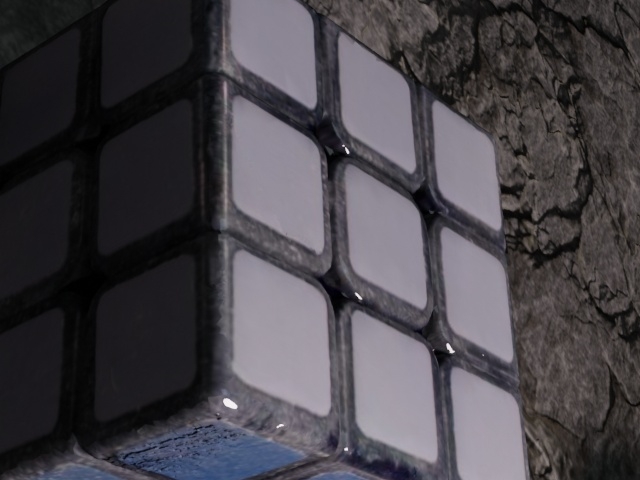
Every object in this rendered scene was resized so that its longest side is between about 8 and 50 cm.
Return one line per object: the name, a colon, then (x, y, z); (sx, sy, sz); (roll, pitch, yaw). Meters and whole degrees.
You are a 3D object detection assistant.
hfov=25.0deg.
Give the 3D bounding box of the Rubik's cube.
Rubik's cube: (-0.074, 0.048, 0.926); (0.301, 0.305, 0.304); (31, 46, -43)
